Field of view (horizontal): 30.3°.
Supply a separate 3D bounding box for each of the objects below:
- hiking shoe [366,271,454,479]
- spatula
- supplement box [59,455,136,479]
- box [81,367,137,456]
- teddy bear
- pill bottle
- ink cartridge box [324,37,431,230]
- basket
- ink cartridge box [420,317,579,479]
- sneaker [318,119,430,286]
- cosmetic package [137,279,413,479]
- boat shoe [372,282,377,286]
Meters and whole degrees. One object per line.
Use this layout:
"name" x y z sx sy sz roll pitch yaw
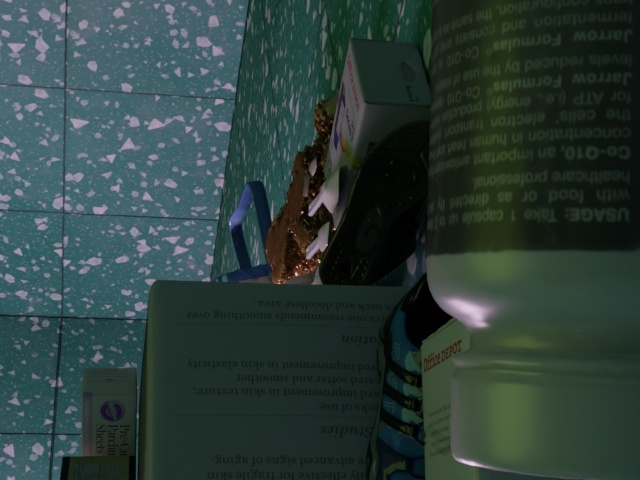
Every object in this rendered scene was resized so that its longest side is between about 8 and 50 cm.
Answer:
"hiking shoe" 0.106 0.167 1.162 0.132 0.113 0.304 105 164 -52
"spatula" 0.000 0.000 1.527 0.242 0.019 0.168 130 143 -81
"supplement box" -0.250 0.292 1.328 0.056 0.083 0.083 -113 26 -69
"box" -0.255 0.308 1.420 0.063 0.067 0.323 -109 23 -65
"teddy bear" 0.018 -0.073 1.779 0.245 0.113 0.337 -119 40 -57
"pill bottle" 0.162 -0.054 0.670 0.204 0.204 0.360 159 113 -79
"ink cartridge box" 0.070 -0.126 1.487 0.154 0.093 0.212 -99 17 -49
"basket" -0.102 0.062 2.054 0.255 0.201 0.288 120 141 -70
"ink cartridge box" 0.147 0.180 0.989 0.160 0.093 0.219 124 147 -72
"sneaker" 0.083 -0.042 1.393 0.227 0.087 0.130 -65 -13 16
"cosmetic package" -0.041 0.293 1.329 0.327 0.330 0.393 106 163 -53
"boat shoe" 0.040 0.105 1.579 0.102 0.108 0.301 49 169 -1
